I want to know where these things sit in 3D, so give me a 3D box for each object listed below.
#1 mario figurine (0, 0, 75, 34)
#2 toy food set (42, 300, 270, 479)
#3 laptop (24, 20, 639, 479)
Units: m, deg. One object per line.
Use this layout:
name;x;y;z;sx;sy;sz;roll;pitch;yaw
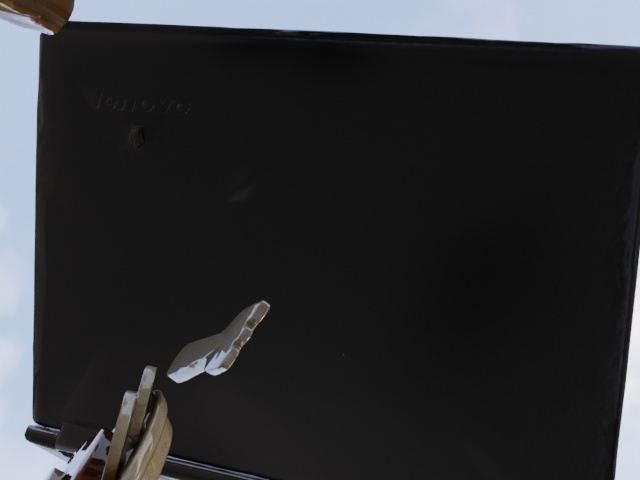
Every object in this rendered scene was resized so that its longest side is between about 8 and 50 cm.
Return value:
mario figurine;-0.139;-0.266;0.460;0.198;0.170;0.320;18;-90;-1
toy food set;-0.096;0.100;0.379;0.038;0.132;0.192;35;-112;-10
laptop;0.024;0.079;0.725;0.382;0.236;0.408;8;-25;24
